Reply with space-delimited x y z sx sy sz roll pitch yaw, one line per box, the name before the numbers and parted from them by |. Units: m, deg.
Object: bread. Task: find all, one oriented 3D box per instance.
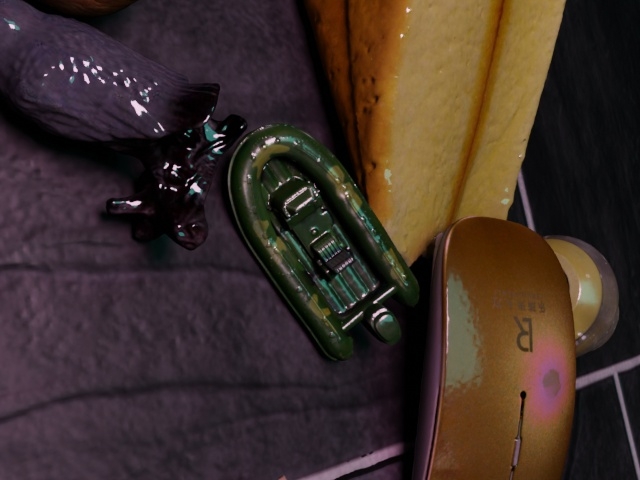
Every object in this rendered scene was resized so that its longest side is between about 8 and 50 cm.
bread | 0.139 -0.176 0.691 0.233 0.245 0.362 -6 79 -41

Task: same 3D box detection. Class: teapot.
teapot | 0.235 0.078 0.790 0.119 0.130 0.166 25 94 -51

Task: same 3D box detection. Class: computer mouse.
computer mouse | 0.151 0.134 0.677 0.158 0.072 0.311 9 84 -31

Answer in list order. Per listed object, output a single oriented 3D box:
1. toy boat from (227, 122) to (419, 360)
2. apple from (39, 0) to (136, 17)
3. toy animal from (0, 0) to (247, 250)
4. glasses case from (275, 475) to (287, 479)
toy boat | 0.000 0.000 0.628 0.104 0.052 0.210 -36 104 -10
apple | -0.157 -0.217 0.513 0.102 0.126 0.126 -33 101 -58
toy animal | -0.144 -0.093 0.494 0.210 0.117 0.121 35 63 -32
glasses case | -0.089 0.226 0.492 0.193 0.070 0.102 -20 63 -41
